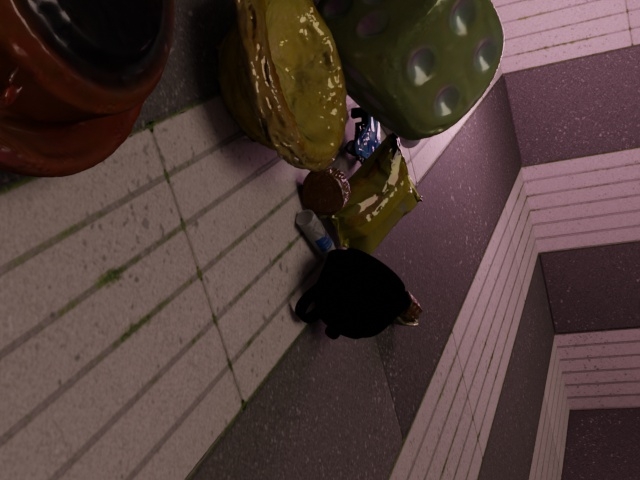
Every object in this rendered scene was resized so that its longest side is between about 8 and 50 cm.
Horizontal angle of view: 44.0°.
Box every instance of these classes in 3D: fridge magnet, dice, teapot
[{"bbox_3d":[-0.255,-0.236,0.697,0.363,0.155,0.363,-8,90,-67],"label":"fridge magnet"},{"bbox_3d":[0.152,-0.351,1.398,0.254,0.250,0.252,42,-3,44],"label":"dice"},{"bbox_3d":[0.050,0.104,1.308,0.232,0.159,0.159,12,71,-51],"label":"teapot"}]

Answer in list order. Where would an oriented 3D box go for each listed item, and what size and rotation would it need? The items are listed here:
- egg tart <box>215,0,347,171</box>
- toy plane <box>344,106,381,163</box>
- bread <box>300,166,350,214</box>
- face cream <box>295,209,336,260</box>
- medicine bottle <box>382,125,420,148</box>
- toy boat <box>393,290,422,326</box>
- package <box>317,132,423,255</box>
[{"bbox_3d":[-0.064,-0.244,1.171,0.315,0.120,0.315,36,49,-56],"label":"egg tart"},{"bbox_3d":[0.092,-0.213,1.560,0.169,0.078,0.246,25,54,-62],"label":"toy plane"},{"bbox_3d":[0.009,-0.084,1.328,0.053,0.085,0.085,-48,126,-65],"label":"bread"},{"bbox_3d":[0.000,0.000,1.335,0.130,0.034,0.034,57,34,-45],"label":"face cream"},{"bbox_3d":[0.185,-0.260,1.774,0.118,0.074,0.055,48,40,-51],"label":"medicine bottle"},{"bbox_3d":[0.165,0.131,1.621,0.172,0.066,0.065,47,45,-51],"label":"toy boat"},{"bbox_3d":[0.093,-0.068,1.444,0.226,0.090,0.168,-46,129,-22],"label":"package"}]
